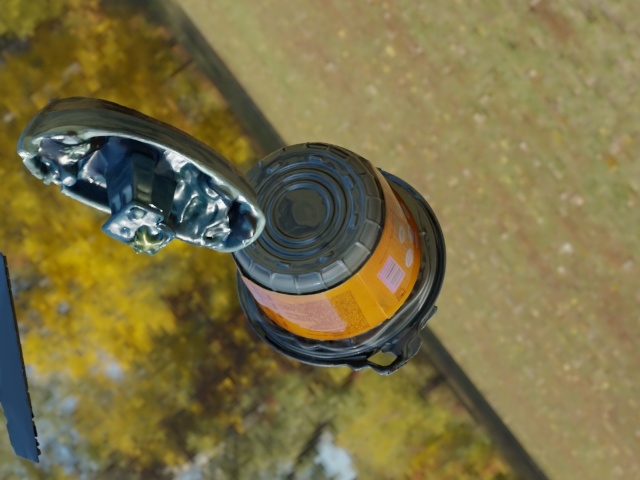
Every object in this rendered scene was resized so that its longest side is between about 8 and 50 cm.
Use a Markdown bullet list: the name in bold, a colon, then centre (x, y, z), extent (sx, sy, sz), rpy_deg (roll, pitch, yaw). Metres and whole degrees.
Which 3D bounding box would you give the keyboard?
- **keyboard**: centre (-0.283, 0.105, 1.389), extent (0.074, 0.015, 0.197), rpy_deg (1, 102, 56)

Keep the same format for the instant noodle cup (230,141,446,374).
- **instant noodle cup**: centre (0.000, 0.000, 1.199), extent (0.208, 0.177, 0.125), rpy_deg (44, 177, 27)

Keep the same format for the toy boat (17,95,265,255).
- **toy boat**: centre (-0.090, -0.027, 0.758), extent (0.137, 0.060, 0.061), rpy_deg (29, -137, -31)
